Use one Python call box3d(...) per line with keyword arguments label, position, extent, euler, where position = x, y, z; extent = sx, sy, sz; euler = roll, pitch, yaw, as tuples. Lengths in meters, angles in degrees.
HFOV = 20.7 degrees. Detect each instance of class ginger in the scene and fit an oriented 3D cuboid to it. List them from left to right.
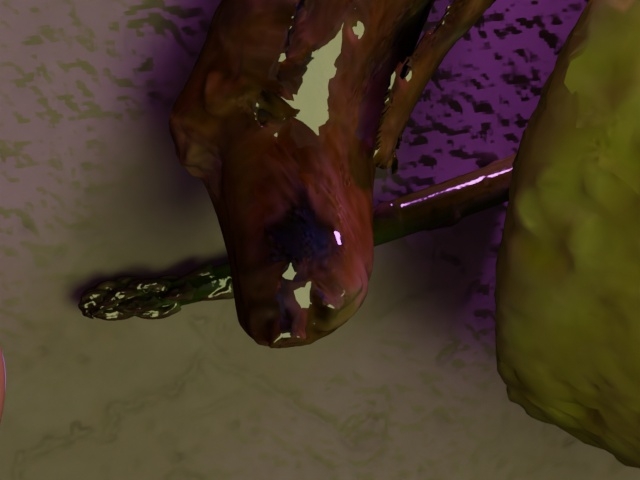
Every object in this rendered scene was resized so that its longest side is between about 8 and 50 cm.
box3d(label="ginger", position=(0.033, -0.105, 0.738), extent=(0.133, 0.107, 0.309), euler=(40, 82, -7))

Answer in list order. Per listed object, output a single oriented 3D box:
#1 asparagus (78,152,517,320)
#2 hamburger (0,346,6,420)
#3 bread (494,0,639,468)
box3d(label="asparagus", position=(0.000, 0.000, 0.819), extent=(0.248, 0.024, 0.025), euler=(-18, 75, -26))
box3d(label="hamburger", position=(-0.195, 0.049, 0.642), extent=(0.175, 0.137, 0.175), euler=(-13, 118, -26))
box3d(label="bread", position=(0.269, -0.007, 0.778), extent=(0.348, 0.308, 0.348), euler=(-43, 153, -28))
